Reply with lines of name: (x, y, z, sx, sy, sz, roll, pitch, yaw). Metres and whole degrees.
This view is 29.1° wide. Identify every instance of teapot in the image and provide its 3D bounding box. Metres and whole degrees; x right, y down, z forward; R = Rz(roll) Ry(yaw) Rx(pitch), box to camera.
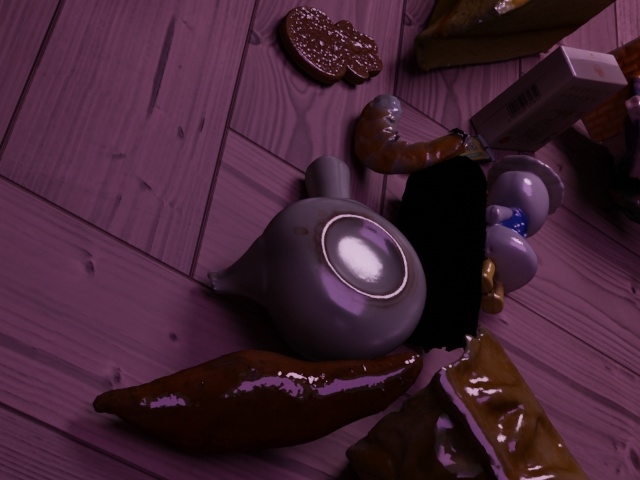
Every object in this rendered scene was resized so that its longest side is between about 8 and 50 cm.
teapot: (0.031, 0.021, 1.465, 0.220, 0.149, 0.318, 42, 41, -1)

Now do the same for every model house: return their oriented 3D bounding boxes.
model house: (0.512, -0.184, 1.975, 0.237, 0.202, 0.237, 45, 39, -32)

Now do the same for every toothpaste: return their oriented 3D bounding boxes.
toothpaste: (0.191, -0.126, 1.810, 0.204, 0.031, 0.049, -13, 71, -49)

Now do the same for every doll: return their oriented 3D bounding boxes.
doll: (0.267, -0.020, 1.744, 0.138, 0.119, 0.293, 64, 37, -33)

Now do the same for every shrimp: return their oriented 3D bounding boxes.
shrimp: (0.126, -0.153, 1.679, 0.161, 0.166, 0.049, -77, 151, -43)

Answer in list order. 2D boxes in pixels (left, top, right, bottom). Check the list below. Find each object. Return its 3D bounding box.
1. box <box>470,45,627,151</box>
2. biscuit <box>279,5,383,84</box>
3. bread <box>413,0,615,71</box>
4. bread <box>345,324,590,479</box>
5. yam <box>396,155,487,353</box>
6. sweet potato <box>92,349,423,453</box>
box: (0.348, -0.213, 1.886, 0.141, 0.201, 0.058, -1, 61, -41)
biscuit: (0.014, -0.272, 1.758, 0.175, 0.026, 0.124, 8, 57, -38)
bread: (0.310, -0.342, 1.932, 0.245, 0.233, 0.362, 41, 45, -14)
bread: (0.170, 0.265, 1.378, 0.252, 0.238, 0.196, 50, 5, 8)
yam: (0.151, 0.014, 1.601, 0.131, 0.131, 0.280, 32, 42, -21)
sweet potato: (-0.064, 0.167, 1.293, 0.359, 0.112, 0.112, 1, 60, -25)
